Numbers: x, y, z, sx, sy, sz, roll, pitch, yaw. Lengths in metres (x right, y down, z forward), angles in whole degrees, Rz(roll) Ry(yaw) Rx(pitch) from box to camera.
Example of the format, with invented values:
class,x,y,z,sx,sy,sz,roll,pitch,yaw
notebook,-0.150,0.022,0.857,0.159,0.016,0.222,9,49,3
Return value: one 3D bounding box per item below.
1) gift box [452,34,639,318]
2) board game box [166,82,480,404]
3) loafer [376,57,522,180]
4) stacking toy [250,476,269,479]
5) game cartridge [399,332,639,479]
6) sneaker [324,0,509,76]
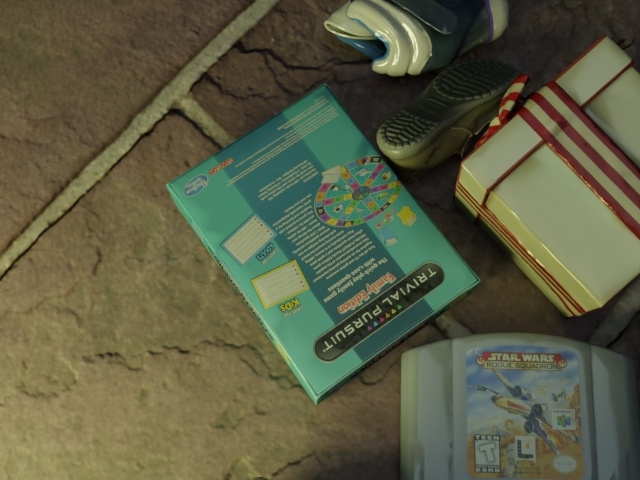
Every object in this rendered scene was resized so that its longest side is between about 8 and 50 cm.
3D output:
class,x,y,z,sx,sy,sz,roll,pitch,yaw
gift box,0.325,-0.086,1.039,0.276,0.255,0.258,-42,80,-6
board game box,0.000,0.000,1.094,0.253,0.079,0.336,-34,77,-10
loafer,0.177,-0.167,1.154,0.251,0.087,0.094,-34,50,-21
stacking toy,0.076,0.344,0.976,0.330,0.141,0.141,1,73,-8
game cartridge,0.247,0.215,1.047,0.297,0.062,0.198,2,77,0
sneaker,0.099,-0.385,1.184,0.236,0.130,0.323,-22,80,-11
